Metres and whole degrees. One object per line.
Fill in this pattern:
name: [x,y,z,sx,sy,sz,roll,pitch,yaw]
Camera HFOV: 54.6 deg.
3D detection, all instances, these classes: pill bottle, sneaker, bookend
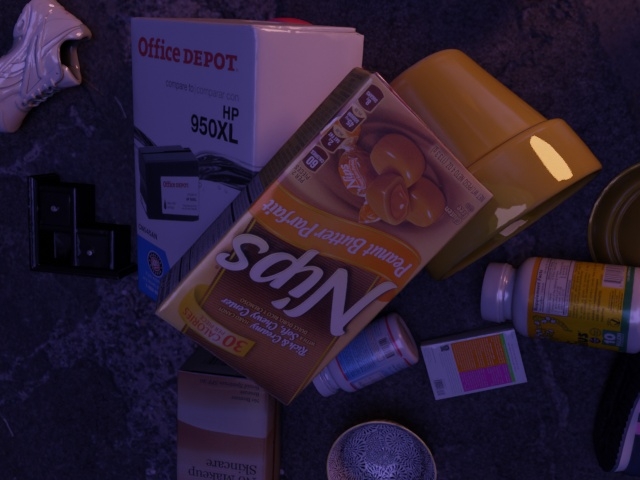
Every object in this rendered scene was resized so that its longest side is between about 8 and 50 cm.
pill bottle: [0.339,0.085,0.872,0.209,0.118,0.117,6,102,26]
sneaker: [0.500,0.203,0.878,0.131,0.112,0.318,9,118,0]
bookend: [-0.386,-0.024,1.015,0.157,0.072,0.156,6,101,8]
sneaker: [-0.442,-0.258,0.975,0.115,0.090,0.232,33,105,-1]
pill bottle: [0.065,0.182,0.967,0.160,0.087,0.087,-27,95,14]

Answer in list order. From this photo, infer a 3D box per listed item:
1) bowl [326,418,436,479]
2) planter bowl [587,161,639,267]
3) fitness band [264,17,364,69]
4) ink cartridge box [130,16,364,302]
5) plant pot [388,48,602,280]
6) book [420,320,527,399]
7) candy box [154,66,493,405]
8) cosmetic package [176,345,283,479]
bowl: [0.100,0.351,0.996,0.170,0.080,0.170,2,101,10]
planter bowl: [0.494,-0.006,0.857,0.217,0.090,0.217,2,101,10]
fitness band: [-0.025,-0.179,0.860,0.291,0.054,0.209,49,135,28]
ink cartridge box: [-0.111,-0.085,0.819,0.286,0.166,0.394,22,116,43]
plant pot: [0.191,-0.111,0.825,0.254,0.254,0.239,-36,77,14]
book: [0.238,0.190,0.968,0.144,0.035,0.096,-14,101,12]
candy box: [0.000,0.000,0.653,0.183,0.087,0.316,40,97,-20]
cosmetic package: [-0.146,0.333,1.011,0.153,0.129,0.296,3,101,8]
